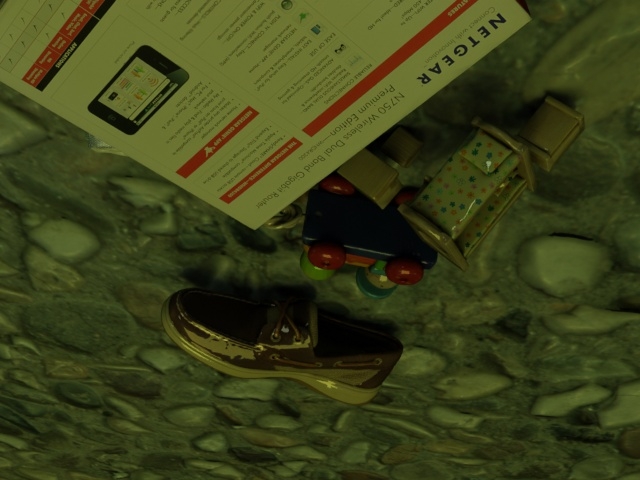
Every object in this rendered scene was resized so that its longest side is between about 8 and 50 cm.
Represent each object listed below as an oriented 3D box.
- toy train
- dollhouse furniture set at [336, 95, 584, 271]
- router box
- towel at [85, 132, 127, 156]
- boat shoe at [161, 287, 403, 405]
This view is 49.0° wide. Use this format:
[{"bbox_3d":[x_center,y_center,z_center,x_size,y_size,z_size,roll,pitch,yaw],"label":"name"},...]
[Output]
[{"bbox_3d":[0.000,0.000,0.817,0.248,0.105,0.143,11,154,-6],"label":"toy train"},{"bbox_3d":[0.125,-0.098,0.669,0.182,0.161,0.101,-50,152,0],"label":"dollhouse furniture set"},{"bbox_3d":[-0.061,-0.183,0.567,0.301,0.082,0.335,32,129,-33],"label":"router box"},{"bbox_3d":[-0.135,-0.176,0.665,0.209,0.034,0.285,8,140,-3],"label":"towel"},{"bbox_3d":[-0.041,0.123,0.959,0.342,0.123,0.123,23,124,-19],"label":"boat shoe"}]
